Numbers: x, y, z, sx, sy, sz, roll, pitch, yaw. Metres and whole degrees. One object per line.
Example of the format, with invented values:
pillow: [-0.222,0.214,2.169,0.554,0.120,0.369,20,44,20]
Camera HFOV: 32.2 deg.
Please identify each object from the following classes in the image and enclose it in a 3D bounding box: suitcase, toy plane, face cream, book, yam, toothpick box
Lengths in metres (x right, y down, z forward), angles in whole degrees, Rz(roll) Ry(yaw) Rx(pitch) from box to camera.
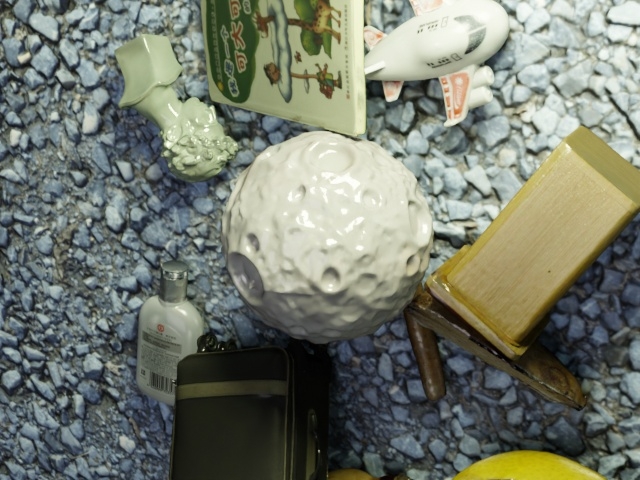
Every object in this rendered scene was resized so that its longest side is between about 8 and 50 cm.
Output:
suitcase: [-0.123,0.373,1.964,0.283,0.194,0.434,-8,72,31]
toy plane: [0.168,-0.297,1.687,0.252,0.118,0.252,9,113,22]
face cream: [-0.291,0.178,2.143,0.144,0.071,0.291,15,116,22]
book: [-0.066,-0.322,1.770,0.371,0.043,0.260,19,118,45]
yam: [0.171,0.150,1.897,0.046,0.046,0.264,-6,105,30]
toothpick box: [0.339,-0.002,1.672,0.187,0.190,0.308,43,119,10]

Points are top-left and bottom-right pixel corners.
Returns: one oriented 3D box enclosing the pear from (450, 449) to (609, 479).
pear: [0.351,0.495,1.844,0.386,0.191,0.340,-20,102,32]

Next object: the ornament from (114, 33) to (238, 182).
ornament: [-0.267,-0.228,1.947,0.130,0.120,0.285,-39,86,35]

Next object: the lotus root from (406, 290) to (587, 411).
lotus root: [0.296,0.166,1.790,0.329,0.167,0.078,31,84,2]

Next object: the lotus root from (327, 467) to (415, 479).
lotus root: [0.051,0.505,2.027,0.310,0.183,0.183,-41,87,29]

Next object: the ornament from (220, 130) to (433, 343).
ornament: [0.000,0.000,1.741,0.337,0.337,0.337,10,113,25]
